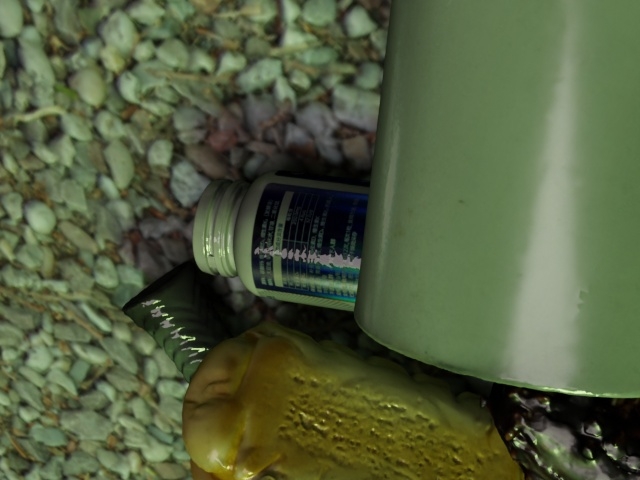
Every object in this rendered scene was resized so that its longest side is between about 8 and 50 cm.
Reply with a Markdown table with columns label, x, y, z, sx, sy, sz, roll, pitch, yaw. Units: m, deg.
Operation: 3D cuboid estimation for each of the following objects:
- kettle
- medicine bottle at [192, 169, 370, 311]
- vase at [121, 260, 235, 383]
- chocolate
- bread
| label | x | y | z | sx | sy | sz | roll | pitch | yaw |
| --- | --- | --- | --- | --- | --- | --- | --- | --- | --- |
| kettle | 0.210 | -0.119 | 0.690 | 0.361 | 0.250 | 0.376 | 4 | 101 | 4 |
| medicine bottle | 0.000 | 0.000 | 0.941 | 0.192 | 0.107 | 0.107 | 8 | 119 | 17 |
| vase | -0.079 | 0.134 | 1.053 | 0.115 | 0.115 | 0.237 | -28 | 100 | 30 |
| chocolate | 0.196 | 0.141 | 0.914 | 0.133 | 0.156 | 0.156 | 38 | 124 | -13 |
| bread | 0.031 | 0.179 | 0.967 | 0.311 | 0.172 | 0.121 | 23 | 150 | -12 |
